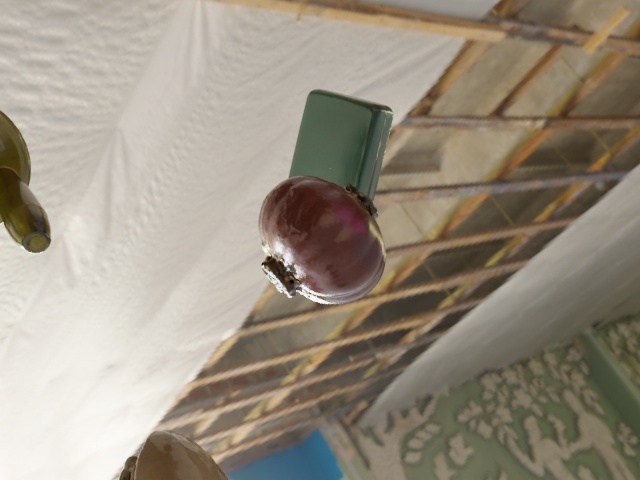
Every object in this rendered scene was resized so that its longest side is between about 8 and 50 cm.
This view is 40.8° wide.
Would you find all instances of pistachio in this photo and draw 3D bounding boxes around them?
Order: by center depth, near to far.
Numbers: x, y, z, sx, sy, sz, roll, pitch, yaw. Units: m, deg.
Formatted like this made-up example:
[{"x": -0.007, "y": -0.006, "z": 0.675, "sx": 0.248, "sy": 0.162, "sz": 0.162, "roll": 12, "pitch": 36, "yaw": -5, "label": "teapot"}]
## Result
[{"x": -0.136, "y": 0.298, "z": 0.874, "sx": 0.152, "sy": 0.223, "sz": 0.126, "roll": 10, "pitch": -53, "yaw": -50, "label": "pistachio"}]

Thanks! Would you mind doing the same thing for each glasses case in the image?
[{"x": 0.009, "y": -0.044, "z": 0.804, "sx": 0.039, "sy": 0.078, "sz": 0.184, "roll": -9, "pitch": -64, "yaw": -59, "label": "glasses case"}]

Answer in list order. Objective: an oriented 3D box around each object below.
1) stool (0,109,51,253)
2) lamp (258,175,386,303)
[{"x": -0.240, "y": -0.028, "z": 0.545, "sx": 0.134, "sy": 0.110, "sz": 0.135, "roll": 7, "pitch": -66, "yaw": -21, "label": "stool"}, {"x": 0.000, "y": 0.000, "z": 0.606, "sx": 0.090, "sy": 0.101, "sz": 0.101, "roll": -45, "pitch": -18, "yaw": -14, "label": "lamp"}]
